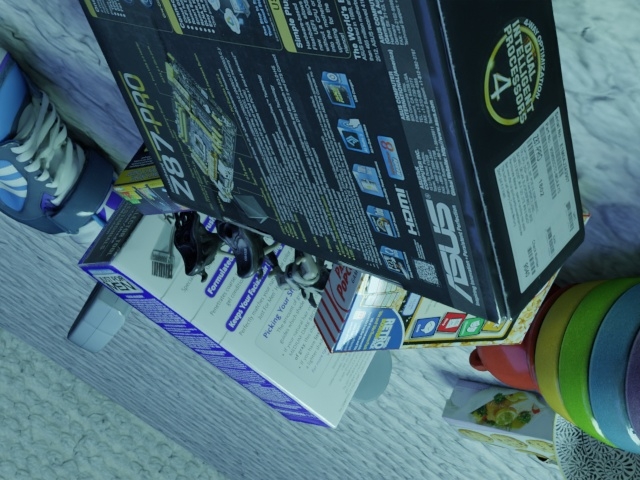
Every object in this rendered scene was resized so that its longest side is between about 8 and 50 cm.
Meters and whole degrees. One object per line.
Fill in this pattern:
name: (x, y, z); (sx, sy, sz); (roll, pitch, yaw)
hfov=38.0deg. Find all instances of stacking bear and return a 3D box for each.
stacking bear: (0.256, 0.100, 0.843); (0.164, 0.175, 0.289); (51, 159, -27)

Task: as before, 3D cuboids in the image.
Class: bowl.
bowl: (0.348, 0.217, 1.012); (0.080, 0.170, 0.170); (0, -178, -44)

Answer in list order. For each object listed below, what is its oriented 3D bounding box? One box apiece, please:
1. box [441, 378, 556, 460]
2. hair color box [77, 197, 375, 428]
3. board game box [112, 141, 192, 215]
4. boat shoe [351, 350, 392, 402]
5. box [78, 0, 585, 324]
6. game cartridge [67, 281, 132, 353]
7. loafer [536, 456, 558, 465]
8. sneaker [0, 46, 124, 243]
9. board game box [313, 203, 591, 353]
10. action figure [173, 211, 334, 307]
box: (0.303, 0.239, 1.175); (0.324, 0.063, 0.067); (4, 148, 45)
hair color box: (-0.082, 0.051, 1.073); (0.339, 0.185, 0.110); (42, 155, -26)
board game box: (-0.099, -0.094, 0.852); (0.048, 0.141, 0.170); (43, 154, -29)
boat shoe: (-0.068, 0.104, 1.262); (0.367, 0.136, 0.156); (34, 162, -36)
box: (-0.035, -0.164, 0.508); (0.318, 0.097, 0.395); (17, 138, 42)
game cartridge: (-0.286, 0.062, 1.318); (0.060, 0.196, 0.294); (34, 157, -10)
loafer: (0.309, 0.290, 1.302); (0.045, 0.039, 0.125); (8, 149, 38)
sneaker: (-0.318, -0.100, 1.138); (0.236, 0.130, 0.323); (22, 153, -9)
board game box: (0.106, 0.023, 0.761); (0.193, 0.045, 0.147); (1, 127, -27)
action figure: (0.000, 0.000, 0.948); (0.275, 0.141, 0.164); (13, 162, -39)
